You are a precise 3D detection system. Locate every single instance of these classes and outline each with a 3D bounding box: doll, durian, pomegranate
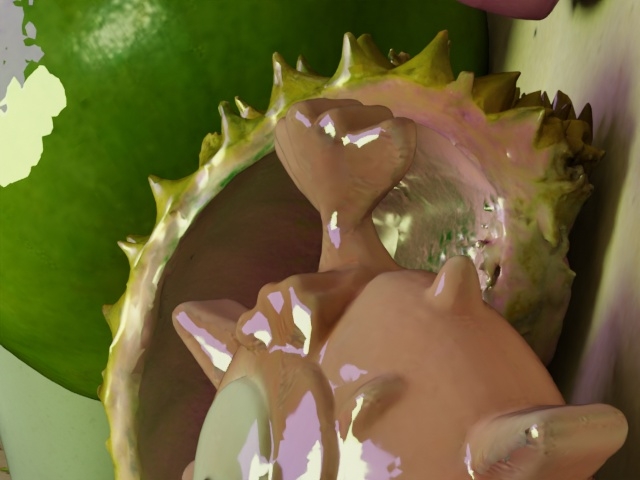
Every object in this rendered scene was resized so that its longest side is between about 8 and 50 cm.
[{"bbox_3d":[0.018,0.086,0.553,0.211,0.093,0.262,-6,87,53],"label":"doll"},{"bbox_3d":[0.004,0.048,0.674,0.260,0.186,0.154,-64,15,8],"label":"durian"},{"bbox_3d":[-0.073,-0.046,0.872,0.310,0.216,0.358,-44,45,20],"label":"pomegranate"}]

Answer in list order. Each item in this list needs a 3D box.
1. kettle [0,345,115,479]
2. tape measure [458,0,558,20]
[{"bbox_3d":[-0.126,0.045,1.249,0.265,0.205,0.318,-85,-7,-49],"label":"kettle"},{"bbox_3d":[0.080,-0.148,0.702,0.118,0.074,0.125,-124,51,-88],"label":"tape measure"}]
